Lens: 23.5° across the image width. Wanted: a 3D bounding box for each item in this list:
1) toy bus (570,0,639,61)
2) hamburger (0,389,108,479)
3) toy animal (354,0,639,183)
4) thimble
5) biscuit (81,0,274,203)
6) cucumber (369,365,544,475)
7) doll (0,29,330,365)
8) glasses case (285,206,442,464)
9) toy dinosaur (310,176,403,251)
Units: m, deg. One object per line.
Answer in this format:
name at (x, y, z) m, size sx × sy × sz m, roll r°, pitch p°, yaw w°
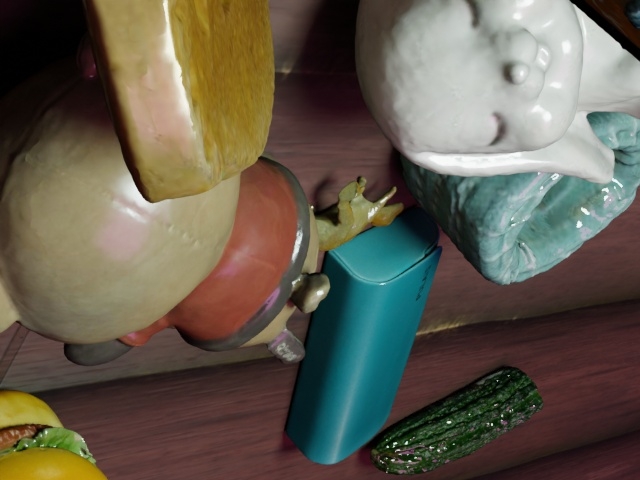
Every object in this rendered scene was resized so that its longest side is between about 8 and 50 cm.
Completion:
toy bus at (0.132, -0.246, 0.866) m, size 0.162 × 0.323 × 0.194 m, roll -46°, pitch 154°, yaw 7°
hamburger at (-0.269, 0.246, 1.206) m, size 0.246 × 0.170 × 0.246 m, roll -34°, pitch 151°, yaw -22°
toy animal at (0.150, -0.147, 1.159) m, size 0.265 × 0.206 × 0.271 m, roll -23°, pitch 110°, yaw -21°
thimble at (0.188, -0.074, 1.382) m, size 0.235 × 0.143 × 0.198 m, roll -5°, pitch 136°, yaw -49°
biscuit at (-0.081, -0.170, 0.807) m, size 0.057 × 0.287 × 0.344 m, roll -7°, pitch -167°, yaw 7°
cucumber at (0.167, 0.224, 1.853) m, size 0.265 × 0.077 × 0.077 m, roll -25°, pitch 148°, yaw -30°
doll at (-0.107, -0.009, 1.040) m, size 0.235 × 0.174 × 0.330 m, roll -60°, pitch 148°, yaw 3°
glasses case at (0.046, 0.104, 1.532) m, size 0.117 × 0.070 × 0.301 m, roll -27°, pitch 147°, yaw -29°
toy dinosaur at (0.000, 0.000, 1.353) m, size 0.162 × 0.039 × 0.126 m, roll -42°, pitch 154°, yaw 2°
